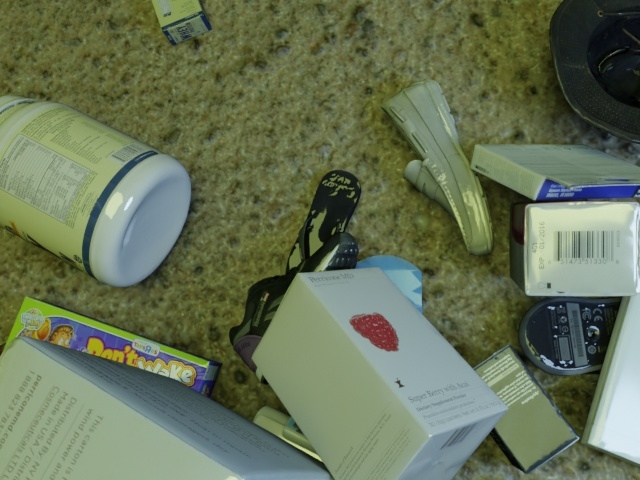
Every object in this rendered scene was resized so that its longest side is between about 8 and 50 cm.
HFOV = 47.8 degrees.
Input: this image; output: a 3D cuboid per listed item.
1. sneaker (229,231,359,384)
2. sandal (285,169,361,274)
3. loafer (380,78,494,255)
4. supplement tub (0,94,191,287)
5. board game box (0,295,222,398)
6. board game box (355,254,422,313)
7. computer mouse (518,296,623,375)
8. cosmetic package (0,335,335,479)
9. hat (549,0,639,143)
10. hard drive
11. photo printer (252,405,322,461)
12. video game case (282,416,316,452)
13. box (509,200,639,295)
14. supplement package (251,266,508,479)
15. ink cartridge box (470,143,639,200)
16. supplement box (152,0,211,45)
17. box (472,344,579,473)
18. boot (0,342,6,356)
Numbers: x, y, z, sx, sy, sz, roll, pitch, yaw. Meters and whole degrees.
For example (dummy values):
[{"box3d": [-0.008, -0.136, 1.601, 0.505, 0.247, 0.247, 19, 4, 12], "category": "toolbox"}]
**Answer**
[{"box3d": [-0.057, 0.085, 1.144, 0.124, 0.107, 0.283, 41, 109, 24], "category": "sneaker"}, {"box3d": [-0.001, -0.001, 1.212, 0.097, 0.054, 0.254, 11, 80, 11], "category": "sandal"}, {"box3d": [0.193, -0.113, 1.185, 0.112, 0.112, 0.319, -22, 68, 9], "category": "loafer"}, {"box3d": [-0.407, -0.089, 1.202, 0.325, 0.235, 0.235, 26, 83, 14], "category": "supplement tub"}, {"box3d": [-0.369, 0.258, 1.202, 0.347, 0.078, 0.233, 17, 81, 12], "category": "board game box"}, {"box3d": [0.101, 0.110, 1.185, 0.133, 0.033, 0.168, -2, 76, 13], "category": "board game box"}, {"box3d": [0.430, 0.155, 1.110, 0.273, 0.072, 0.188, 2, 76, -3], "category": "computer mouse"}, {"box3d": [-0.222, 0.358, 0.886, 0.328, 0.393, 0.329, 23, 80, 22], "category": "cosmetic package"}, {"box3d": [0.490, -0.269, 1.155, 0.332, 0.134, 0.331, 3, 70, -8], "category": "hat"}, {"box3d": [0.521, 0.186, 1.051, 0.203, 0.040, 0.307, 22, 76, 2], "category": "hard drive"}, {"box3d": [-0.004, 0.430, 1.092, 0.308, 0.107, 0.255, 24, 82, 13], "category": "photo printer"}, {"box3d": [0.071, 0.271, 1.106, 0.202, 0.023, 0.183, 24, 44, 13], "category": "video game case"}, {"box3d": [0.360, 0.005, 1.053, 0.149, 0.232, 0.126, -1, 93, 9], "category": "box"}, {"box3d": [0.072, 0.196, 1.006, 0.293, 0.178, 0.175, 48, 124, 33], "category": "supplement package"}, {"box3d": [0.374, -0.094, 1.061, 0.224, 0.224, 0.045, -3, 112, -22], "category": "ink cartridge box"}, {"box3d": [-0.259, -0.425, 1.344, 0.083, 0.056, 0.083, -21, 75, 4], "category": "supplement box"}, {"box3d": [0.281, 0.246, 1.063, 0.093, 0.156, 0.158, -34, 75, -1], "category": "box"}, {"box3d": [-0.581, 0.244, 1.262, 0.114, 0.037, 0.106, -20, 78, -1], "category": "boot"}]
